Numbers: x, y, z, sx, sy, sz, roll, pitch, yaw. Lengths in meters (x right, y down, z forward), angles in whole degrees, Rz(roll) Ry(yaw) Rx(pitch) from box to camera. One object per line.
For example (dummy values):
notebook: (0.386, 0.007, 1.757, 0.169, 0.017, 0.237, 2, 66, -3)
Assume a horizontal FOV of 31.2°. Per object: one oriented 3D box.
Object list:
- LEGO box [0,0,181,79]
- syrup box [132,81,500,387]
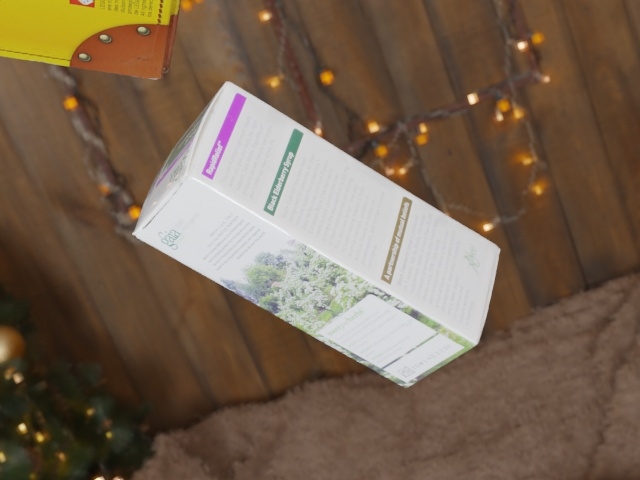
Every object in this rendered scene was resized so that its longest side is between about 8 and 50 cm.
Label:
LEGO box: (-0.133, -0.388, 0.600, 0.193, 0.500, 0.372, 8, 60, -9)
syrup box: (0.000, 0.000, 0.807, 0.093, 0.237, 0.096, -41, 23, 49)
